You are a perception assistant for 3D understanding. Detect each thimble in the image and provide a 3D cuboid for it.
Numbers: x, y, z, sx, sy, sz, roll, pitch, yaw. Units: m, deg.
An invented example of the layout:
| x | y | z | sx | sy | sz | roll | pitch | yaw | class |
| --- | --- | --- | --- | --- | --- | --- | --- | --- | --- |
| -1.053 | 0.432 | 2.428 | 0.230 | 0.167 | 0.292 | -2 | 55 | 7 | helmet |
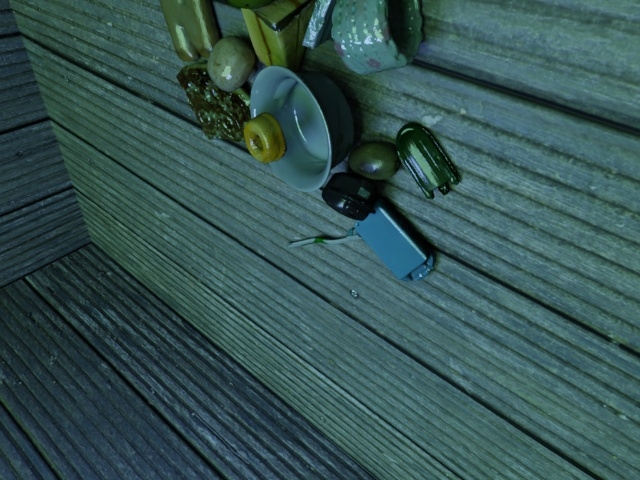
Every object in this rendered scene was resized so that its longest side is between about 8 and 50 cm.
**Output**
| x | y | z | sx | sy | sz | roll | pitch | yaw | class |
| --- | --- | --- | --- | --- | --- | --- | --- | --- | --- |
| 0.127 | -0.484 | 0.995 | 0.149 | 0.185 | 0.211 | 7 | 90 | 40 | thimble |

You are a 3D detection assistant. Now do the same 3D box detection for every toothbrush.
| x | y | z | sx | sy | sz | roll | pitch | yaw | class |
| --- | --- | --- | --- | --- | --- | --- | --- | --- | --- |
| 0.000 | 0.005 | 1.599 | 0.417 | 0.042 | 0.040 | -13 | 69 | 49 | toothbrush |

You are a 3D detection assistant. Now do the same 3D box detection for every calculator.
| x | y | z | sx | sy | sz | roll | pitch | yaw | class |
| --- | --- | --- | --- | --- | --- | --- | --- | --- | --- |
| 0.217 | 0.000 | 1.365 | 0.293 | 0.051 | 0.173 | 49 | 143 | 6 | calculator |

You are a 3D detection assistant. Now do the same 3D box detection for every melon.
| x | y | z | sx | sy | sz | roll | pitch | yaw | class |
| --- | --- | --- | --- | --- | --- | --- | --- | --- | --- |
| 0.144 | -0.218 | 1.238 | 0.162 | 0.099 | 0.099 | 16 | 129 | 39 | melon |

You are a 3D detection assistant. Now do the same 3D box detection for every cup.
| x | y | z | sx | sy | sz | roll | pitch | yaw | class |
| --- | --- | --- | --- | --- | --- | --- | --- | --- | --- |
| -0.031 | -0.324 | 1.263 | 0.347 | 0.163 | 0.347 | 36 | 141 | 35 | cup |

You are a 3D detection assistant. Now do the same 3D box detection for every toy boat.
| x | y | z | sx | sy | sz | roll | pitch | yaw | class |
| --- | --- | --- | --- | --- | --- | --- | --- | --- | --- |
| 0.267 | -0.204 | 1.159 | 0.104 | 0.052 | 0.210 | -33 | 92 | 36 | toy boat |

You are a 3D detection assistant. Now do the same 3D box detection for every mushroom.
| x | y | z | sx | sy | sz | roll | pitch | yaw | class |
| --- | --- | --- | --- | --- | --- | --- | --- | --- | --- |
| -0.270 | -0.538 | 1.387 | 0.166 | 0.166 | 0.127 | 13 | 170 | 39 | mushroom |

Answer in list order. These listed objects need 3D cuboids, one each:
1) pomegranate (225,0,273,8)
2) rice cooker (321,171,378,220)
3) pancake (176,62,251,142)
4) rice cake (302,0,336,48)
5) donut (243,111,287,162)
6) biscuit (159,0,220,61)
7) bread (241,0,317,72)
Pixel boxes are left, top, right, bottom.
| x | y | z | sx | sy | sz | roll | pitch | yaw | class |
| --- | --- | --- | --- | --- | --- | --- | --- | --- | --- |
| -0.172 | -0.646 | 1.018 | 0.202 | 0.202 | 0.248 | 28 | 155 | 29 | pomegranate |
| 0.085 | -0.129 | 1.307 | 0.142 | 0.118 | 0.203 | 24 | -176 | -27 | rice cooker |
| -0.328 | -0.462 | 1.579 | 0.426 | 0.067 | 0.305 | 22 | 140 | 32 | pancake |
| 0.033 | -0.566 | 1.064 | 0.043 | 0.127 | 0.237 | 38 | 138 | 1 | rice cake |
| -0.161 | -0.285 | 1.276 | 0.152 | 0.058 | 0.152 | 39 | 145 | 34 | donut |
| -0.432 | -0.735 | 1.462 | 0.236 | 0.062 | 0.291 | 15 | 127 | 39 | biscuit |
| -0.098 | -0.590 | 1.249 | 0.167 | 0.163 | 0.264 | 43 | 173 | 13 | bread |
